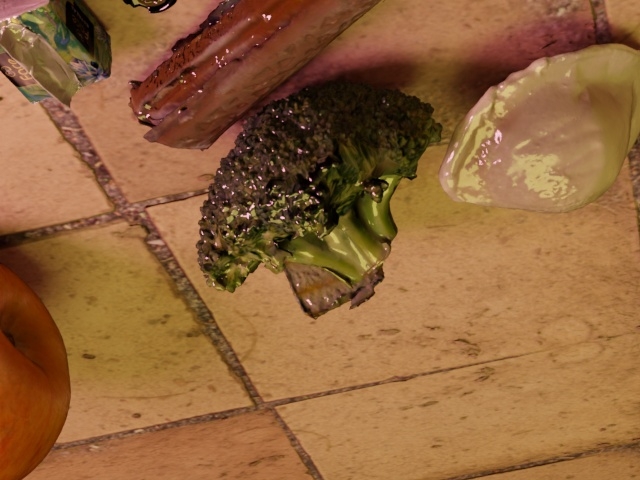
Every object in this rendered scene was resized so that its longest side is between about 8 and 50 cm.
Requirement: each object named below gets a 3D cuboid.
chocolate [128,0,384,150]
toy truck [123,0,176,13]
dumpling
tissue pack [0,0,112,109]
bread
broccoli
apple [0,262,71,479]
[{"bbox_3d":[-0.048,-0.168,1.422,0.102,0.065,0.329,22,142,-32],"label":"chocolate"},{"bbox_3d":[-0.066,-0.277,1.220,0.257,0.127,0.127,-24,128,28],"label":"toy truck"},{"bbox_3d":[0.214,-0.110,1.522,0.215,0.126,0.166,-2,131,0],"label":"dumpling"},{"bbox_3d":[-0.238,-0.167,1.394,0.085,0.079,0.111,-16,146,16],"label":"tissue pack"},{"bbox_3d":[0.001,0.006,1.648,0.103,0.156,0.110,-13,168,-6],"label":"bread"},{"bbox_3d":[-0.008,-0.046,1.497,0.176,0.226,0.198,20,167,-16],"label":"broccoli"},{"bbox_3d":[-0.389,0.138,1.678,0.233,0.286,0.286,-22,144,12],"label":"apple"}]
